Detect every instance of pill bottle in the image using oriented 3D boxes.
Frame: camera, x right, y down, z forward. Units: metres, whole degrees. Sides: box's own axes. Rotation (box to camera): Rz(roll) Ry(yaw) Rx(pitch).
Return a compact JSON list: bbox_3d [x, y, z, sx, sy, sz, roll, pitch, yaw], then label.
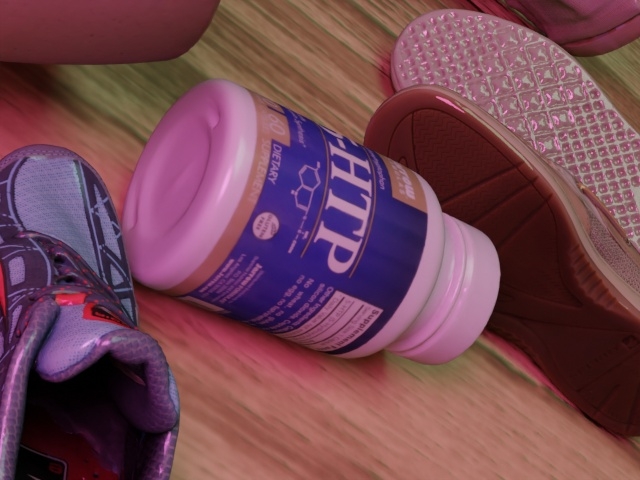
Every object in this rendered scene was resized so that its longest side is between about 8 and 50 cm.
[{"bbox_3d":[0.000,0.000,0.631,0.187,0.112,0.112,23,45,-31],"label":"pill bottle"}]

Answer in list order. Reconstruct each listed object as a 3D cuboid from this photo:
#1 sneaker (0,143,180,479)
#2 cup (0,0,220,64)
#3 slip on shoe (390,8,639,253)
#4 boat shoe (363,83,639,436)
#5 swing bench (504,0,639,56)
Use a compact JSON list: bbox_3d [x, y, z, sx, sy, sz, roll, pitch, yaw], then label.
[{"bbox_3d":[-0.094,0.056,0.475,0.104,0.125,0.261,20,46,-34],"label":"sneaker"},{"bbox_3d":[-0.203,-0.218,0.490,0.237,0.331,0.331,-15,68,-23],"label":"cup"},{"bbox_3d":[0.189,-0.050,0.884,0.331,0.101,0.123,34,77,-4],"label":"slip on shoe"},{"bbox_3d":[0.143,0.003,0.783,0.302,0.109,0.098,42,32,-19],"label":"boat shoe"},{"bbox_3d":[0.175,-0.310,1.037,0.253,0.165,0.254,34,45,-21],"label":"swing bench"}]
